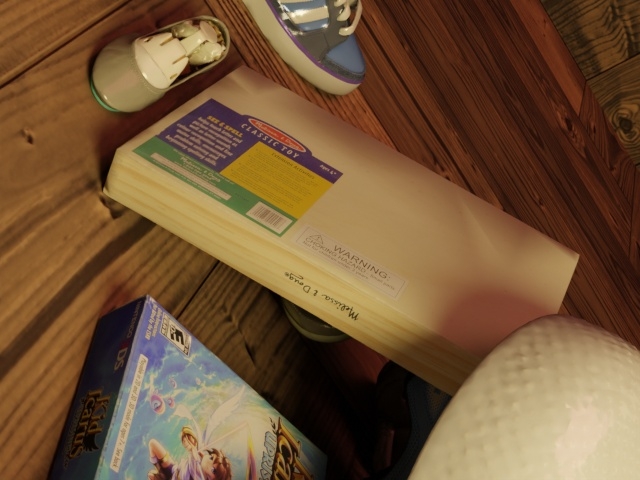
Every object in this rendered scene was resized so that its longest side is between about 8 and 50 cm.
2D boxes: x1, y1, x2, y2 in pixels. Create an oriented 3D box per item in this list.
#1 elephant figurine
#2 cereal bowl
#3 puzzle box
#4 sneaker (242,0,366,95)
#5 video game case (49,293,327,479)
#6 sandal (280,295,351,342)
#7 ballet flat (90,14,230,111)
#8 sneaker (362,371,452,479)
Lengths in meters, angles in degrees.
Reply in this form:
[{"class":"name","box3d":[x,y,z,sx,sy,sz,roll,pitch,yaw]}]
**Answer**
[{"class":"elephant figurine","box3d":[0.119,0.180,1.220,0.239,0.186,0.169,28,0,-11]},{"class":"cereal bowl","box3d":[0.195,0.239,0.918,0.339,0.141,0.339,-29,129,-42]},{"class":"puzzle box","box3d":[0.035,-0.015,1.094,0.408,0.052,0.272,30,32,8]},{"class":"sneaker","box3d":[0.023,-0.345,1.403,0.323,0.236,0.130,49,30,-26]},{"class":"video game case","box3d":[-0.096,0.215,0.893,0.244,0.061,0.270,48,31,-30]},{"class":"sandal","box3d":[-0.001,0.001,1.223,0.303,0.120,0.086,-89,176,-46]},{"class":"ballet flat","box3d":[-0.151,-0.184,1.140,0.072,0.068,0.213,59,27,-8]},{"class":"sneaker","box3d":[0.118,0.271,1.106,0.129,0.147,0.330,1,95,-63]}]
